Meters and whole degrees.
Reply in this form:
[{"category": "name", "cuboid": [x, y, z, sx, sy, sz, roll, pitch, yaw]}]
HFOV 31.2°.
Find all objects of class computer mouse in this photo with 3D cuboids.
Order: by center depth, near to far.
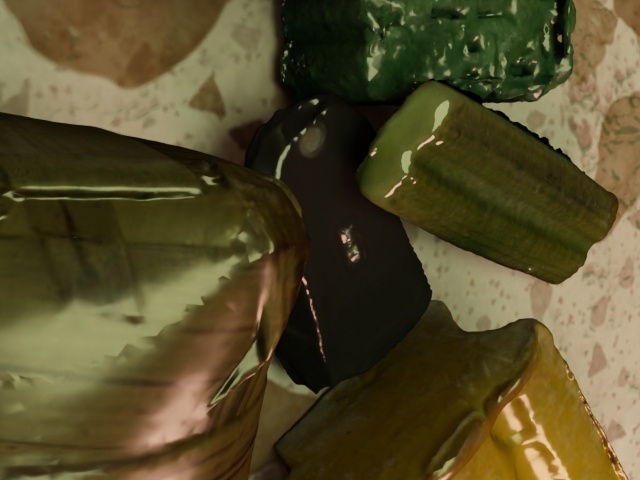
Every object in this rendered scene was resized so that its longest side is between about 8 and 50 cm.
[{"category": "computer mouse", "cuboid": [0.000, 0.000, 0.771, 0.122, 0.073, 0.217, -35, 124, -25]}]

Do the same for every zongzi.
[{"category": "zongzi", "cuboid": [-0.272, 0.168, 0.563, 0.467, 0.218, 0.499, 6, 103, -16]}]

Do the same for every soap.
[{"category": "soap", "cuboid": [0.102, 0.265, 0.834, 0.304, 0.169, 0.338, -44, 119, -23]}]

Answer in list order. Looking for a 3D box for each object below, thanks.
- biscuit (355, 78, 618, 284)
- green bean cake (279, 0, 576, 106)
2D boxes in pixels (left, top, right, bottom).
[{"category": "biscuit", "cuboid": [0.134, -0.032, 0.819, 0.099, 0.038, 0.322, -57, 146, 9]}, {"category": "green bean cake", "cuboid": [0.076, -0.185, 0.778, 0.208, 0.107, 0.193, -7, 103, -34]}]
